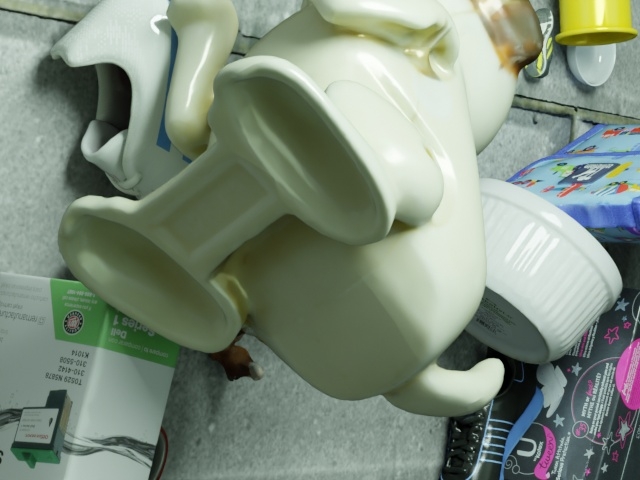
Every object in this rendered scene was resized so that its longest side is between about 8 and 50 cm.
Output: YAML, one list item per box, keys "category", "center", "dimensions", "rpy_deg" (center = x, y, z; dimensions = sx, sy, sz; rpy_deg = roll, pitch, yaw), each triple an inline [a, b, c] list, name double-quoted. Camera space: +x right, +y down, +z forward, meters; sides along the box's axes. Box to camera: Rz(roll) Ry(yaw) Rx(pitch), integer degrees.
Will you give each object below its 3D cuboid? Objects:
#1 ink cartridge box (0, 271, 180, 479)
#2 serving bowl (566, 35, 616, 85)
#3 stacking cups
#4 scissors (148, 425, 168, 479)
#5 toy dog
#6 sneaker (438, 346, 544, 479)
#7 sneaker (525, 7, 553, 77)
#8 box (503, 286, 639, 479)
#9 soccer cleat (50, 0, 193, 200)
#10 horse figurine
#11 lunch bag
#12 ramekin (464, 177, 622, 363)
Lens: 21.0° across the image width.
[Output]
- category: "ink cartridge box"
  center: [-0.215, 0.147, 1.429]
  dimensions: [0.093, 0.160, 0.219]
  rpy_deg: [22, 77, -44]
- category: "serving bowl"
  center: [0.317, -0.225, 2.056]
  dimensions: [0.083, 0.027, 0.083]
  rpy_deg: [-5, 97, -47]
- category: "stacking cups"
  center: [0.303, -0.385, 1.981]
  dimensions: [0.096, 0.096, 0.316]
  rpy_deg: [-1, 85, -47]
- category: "scissors"
  center: [-0.181, 0.302, 1.587]
  dimensions: [0.109, 0.021, 0.297]
  rpy_deg: [-9, 101, -49]
- category: "toy dog"
  center: [0.047, -0.092, 1.420]
  dimensions: [0.395, 0.284, 0.408]
  rpy_deg: [35, 41, -9]
- category: "sneaker"
  center: [0.169, 0.220, 1.910]
  dimensions: [0.090, 0.081, 0.232]
  rpy_deg: [55, 49, -31]
- category: "sneaker"
  center: [0.253, -0.226, 1.991]
  dimensions: [0.035, 0.031, 0.083]
  rpy_deg: [27, 72, -66]
- category: "box"
  center: [0.330, 0.190, 2.028]
  dimensions: [0.163, 0.142, 0.247]
  rpy_deg: [28, 74, -46]
- category: "soccer cleat"
  center: [-0.134, -0.066, 1.546]
  dimensions: [0.143, 0.116, 0.331]
  rpy_deg: [-35, 115, -24]
- category: "horse figurine"
  center: [-0.120, 0.053, 1.542]
  dimensions: [0.263, 0.174, 0.066]
  rpy_deg: [31, 75, -30]
- category: "lunch bag"
  center: [0.332, -0.044, 1.945]
  dimensions: [0.293, 0.221, 0.138]
  rpy_deg: [-17, 106, -46]
- category: "ramekin"
  center: [0.206, 0.040, 1.841]
  dimensions: [0.109, 0.207, 0.207]
  rpy_deg: [-53, 129, -18]
